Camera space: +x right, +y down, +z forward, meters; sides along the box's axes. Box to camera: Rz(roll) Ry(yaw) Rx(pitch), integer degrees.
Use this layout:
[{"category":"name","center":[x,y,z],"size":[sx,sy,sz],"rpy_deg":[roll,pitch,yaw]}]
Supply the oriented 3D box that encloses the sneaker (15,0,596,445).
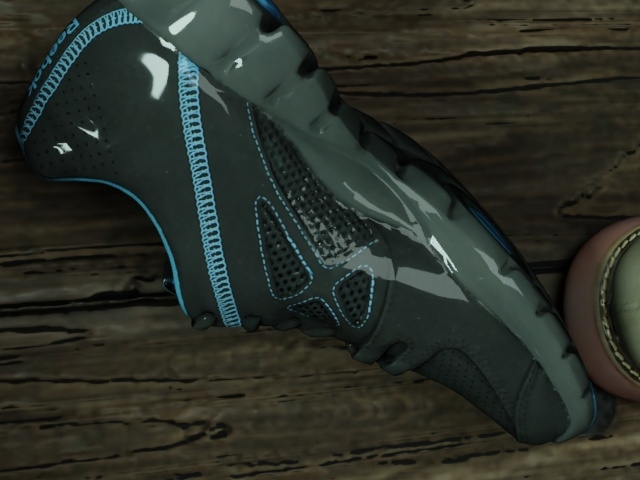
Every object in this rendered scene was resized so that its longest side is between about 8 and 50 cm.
[{"category":"sneaker","center":[0.000,0.000,0.930],"size":[0.139,0.125,0.341],"rpy_deg":[-44,108,7]}]

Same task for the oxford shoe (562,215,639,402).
[{"category":"oxford shoe","center":[0.339,0.024,1.043],"size":[0.397,0.146,0.140],"rpy_deg":[-11,89,-25]}]
